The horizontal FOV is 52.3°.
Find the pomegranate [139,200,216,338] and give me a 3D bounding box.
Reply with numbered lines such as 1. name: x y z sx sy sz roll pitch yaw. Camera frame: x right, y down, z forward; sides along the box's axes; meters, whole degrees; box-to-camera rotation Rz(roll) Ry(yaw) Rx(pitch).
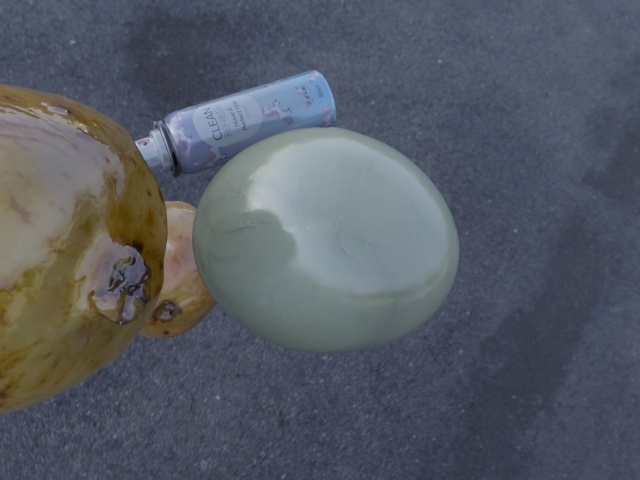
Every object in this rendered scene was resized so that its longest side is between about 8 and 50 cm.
1. pomegranate: -0.450 0.077 1.850 0.411 0.411 0.411 11 54 -15

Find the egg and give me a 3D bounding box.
1. egg: 0.000 0.000 0.634 0.269 0.219 0.219 0 46 26

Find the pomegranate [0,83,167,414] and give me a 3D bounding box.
1. pomegranate: -0.217 0.004 0.445 0.248 0.248 0.248 11 54 -15

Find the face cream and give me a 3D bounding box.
1. face cream: -0.098 -0.130 0.751 0.229 0.075 0.075 -22 66 -17
